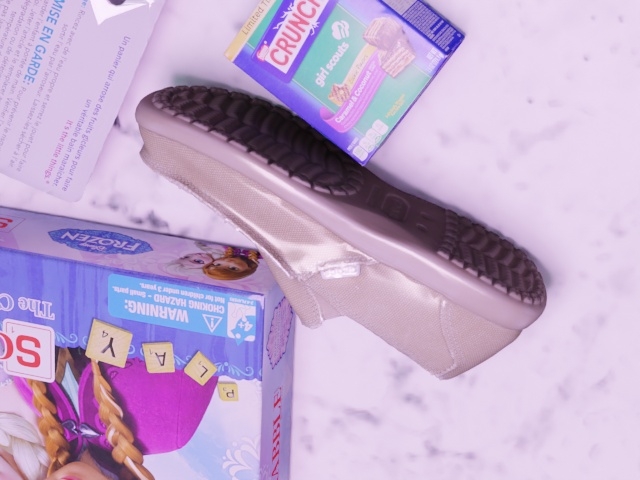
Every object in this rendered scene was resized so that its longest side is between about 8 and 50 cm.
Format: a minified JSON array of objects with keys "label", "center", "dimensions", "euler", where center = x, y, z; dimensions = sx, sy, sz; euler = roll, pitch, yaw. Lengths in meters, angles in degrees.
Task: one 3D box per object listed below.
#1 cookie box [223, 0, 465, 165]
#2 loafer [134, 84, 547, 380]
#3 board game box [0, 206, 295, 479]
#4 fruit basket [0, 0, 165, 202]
[{"label":"cookie box","center":[0.013,-0.113,1.142],"dimensions":[0.107,0.040,0.092],"euler":[39,120,2]},{"label":"loafer","center":[0.000,0.000,1.160],"dimensions":[0.268,0.102,0.092],"euler":[30,112,5]},{"label":"board game box","center":[-0.177,0.140,1.301],"dimensions":[0.318,0.066,0.318],"euler":[9,114,17]},{"label":"fruit basket","center":[-0.245,-0.227,1.148],"dimensions":[0.353,0.165,0.327],"euler":[22,119,-8]}]
